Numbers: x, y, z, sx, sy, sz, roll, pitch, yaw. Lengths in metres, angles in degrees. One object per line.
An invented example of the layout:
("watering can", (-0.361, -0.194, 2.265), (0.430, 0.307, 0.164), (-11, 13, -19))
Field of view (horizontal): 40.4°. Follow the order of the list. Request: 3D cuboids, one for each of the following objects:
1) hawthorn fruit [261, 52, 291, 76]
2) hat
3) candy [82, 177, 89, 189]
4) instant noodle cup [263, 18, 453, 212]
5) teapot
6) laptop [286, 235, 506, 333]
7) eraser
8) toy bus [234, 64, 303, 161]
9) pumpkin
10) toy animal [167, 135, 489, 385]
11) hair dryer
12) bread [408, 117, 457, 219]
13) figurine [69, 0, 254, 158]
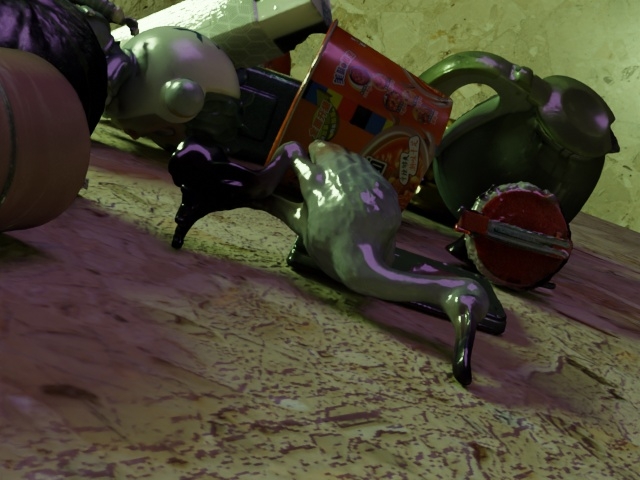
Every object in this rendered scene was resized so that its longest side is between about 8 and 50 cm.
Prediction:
("hawthorn fruit", (-0.200, -0.368, 1.843), (0.284, 0.284, 0.284), (17, 10, -3))
("hat", (0.216, 0.004, 1.080), (0.140, 0.129, 0.227), (-6, -6, -5))
("candy", (-0.251, -0.064, 0.805), (0.083, 0.020, 0.030), (20, 14, 7))
("instant noodle cup", (0.051, -0.147, 1.192), (0.192, 0.250, 0.250), (26, 10, -4))
("teapot", (0.298, -0.166, 1.325), (0.321, 0.239, 0.239), (48, 51, 6))
("laptop", (0.073, 0.030, 0.839), (0.207, 0.026, 0.154), (18, 11, 0))
("eraser", (-0.183, -0.298, 1.313), (0.403, 0.096, 0.098), (-16, -26, 19))
("toy bus", (-0.079, -0.213, 1.493), (0.323, 0.162, 0.194), (16, 13, -19))
("pumpkin", (-0.284, -0.147, 0.721), (0.220, 0.162, 0.220), (32, 23, -15))
("toy animal", (0.024, -0.005, 0.728), (0.324, 0.090, 0.195), (28, 44, 23))
("hair dryer", (-0.349, -0.078, 0.538), (0.352, 0.125, 0.210), (10, 9, 17))
("bread", (0.240, -0.132, 1.569), (0.324, 0.167, 0.277), (10, 13, -33))
("figurine", (-0.256, -0.211, 1.141), (0.382, 0.186, 0.261), (14, 16, -43))
